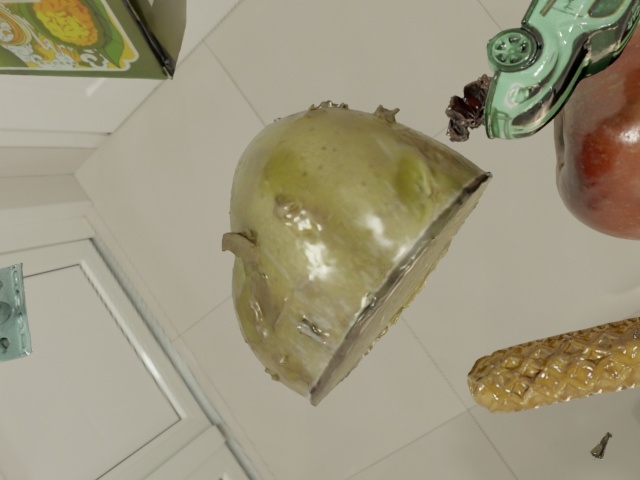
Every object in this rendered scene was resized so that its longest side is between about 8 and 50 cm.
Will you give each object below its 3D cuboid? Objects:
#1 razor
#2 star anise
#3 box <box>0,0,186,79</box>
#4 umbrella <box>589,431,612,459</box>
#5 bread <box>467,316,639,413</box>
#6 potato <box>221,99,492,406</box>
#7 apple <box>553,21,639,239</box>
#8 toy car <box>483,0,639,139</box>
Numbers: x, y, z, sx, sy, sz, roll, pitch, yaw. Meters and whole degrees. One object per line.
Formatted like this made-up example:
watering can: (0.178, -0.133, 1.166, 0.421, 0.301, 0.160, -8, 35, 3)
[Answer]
razor: (-0.352, 0.059, 0.587, 0.068, 0.232, 0.106, -12, 79, -5)
star anise: (0.392, -0.328, 1.574, 0.190, 0.220, 0.126, -37, 88, 39)
box: (-0.395, -0.335, 0.659, 0.420, 0.373, 0.138, 4, 70, 9)
umbrella: (0.642, 0.471, 1.415, 0.020, 0.083, 0.031, 47, 154, -11)
bread: (0.178, 0.084, 0.421, 0.157, 0.052, 0.044, -18, 84, 19)
potato: (0.000, 0.000, 0.911, 0.319, 0.385, 0.442, 38, 148, 16)
apple: (0.513, -0.163, 0.954, 0.276, 0.348, 0.349, -2, 97, 15)
toy car: (0.287, -0.246, 0.699, 0.125, 0.136, 0.306, 23, 82, 23)
